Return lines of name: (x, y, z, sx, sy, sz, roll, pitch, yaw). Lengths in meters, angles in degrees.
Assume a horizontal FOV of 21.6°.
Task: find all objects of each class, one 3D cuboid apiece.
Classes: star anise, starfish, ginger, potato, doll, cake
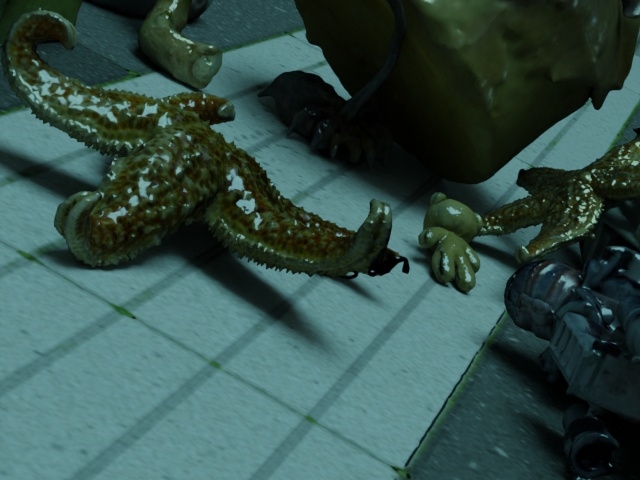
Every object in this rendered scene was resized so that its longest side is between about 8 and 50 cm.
star anise: (0.031, -0.172, 1.540, 0.148, 0.227, 0.218, 37, 30, 11)
starfish: (-0.078, -0.043, 1.164, 0.303, 0.113, 0.312, 35, 16, 25)
starfish: (0.227, -0.033, 1.483, 0.231, 0.048, 0.295, -31, 20, -30)
ginger: (-0.146, -0.262, 1.638, 0.075, 0.089, 0.288, 2, 49, -15)
potato: (-0.282, -0.231, 1.451, 0.120, 0.081, 0.149, 33, 18, 12)
doll: (0.111, 0.000, 1.406, 0.061, 0.051, 0.093, 27, 17, -20)
cake: (0.172, -0.264, 1.639, 0.332, 0.321, 0.332, 49, -13, 15)

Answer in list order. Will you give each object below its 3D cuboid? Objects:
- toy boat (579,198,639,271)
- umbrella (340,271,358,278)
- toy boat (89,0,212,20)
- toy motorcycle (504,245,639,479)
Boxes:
toy boat: (0.282, -0.004, 1.551, 0.088, 0.129, 0.295, 13, 19, -11)
umbrella: (0.003, 0.000, 1.314, 0.022, 0.013, 0.122, -6, 31, -22)
toy boat: (-0.203, -0.300, 1.762, 0.155, 0.085, 0.227, 36, 19, 26)
toy motorcycle: (0.227, 0.089, 1.181, 0.207, 0.134, 0.401, 27, 15, 1)
